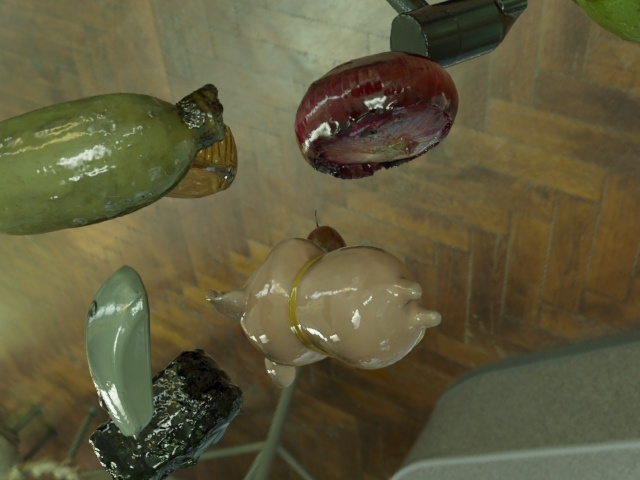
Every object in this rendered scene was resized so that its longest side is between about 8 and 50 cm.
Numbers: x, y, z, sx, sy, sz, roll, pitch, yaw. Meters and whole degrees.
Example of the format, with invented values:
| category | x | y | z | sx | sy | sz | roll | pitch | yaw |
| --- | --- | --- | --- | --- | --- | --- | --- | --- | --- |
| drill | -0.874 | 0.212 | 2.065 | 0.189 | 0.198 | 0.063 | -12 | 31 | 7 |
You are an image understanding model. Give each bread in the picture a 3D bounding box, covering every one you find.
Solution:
| category | x | y | z | sx | sy | sz | roll | pitch | yaw |
| --- | --- | --- | --- | --- | --- | --- | --- | --- | --- |
| bread | -0.224 | -0.139 | 1.338 | 0.199 | 0.104 | 0.199 | -1 | 168 | 0 |

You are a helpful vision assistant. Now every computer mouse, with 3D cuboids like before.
| category | x | y | z | sx | sy | sz | roll | pitch | yaw |
| --- | --- | --- | --- | --- | --- | --- | --- | --- | --- |
| computer mouse | -0.202 | 0.116 | 0.826 | 0.089 | 0.056 | 0.181 | 24 | 118 | 61 |

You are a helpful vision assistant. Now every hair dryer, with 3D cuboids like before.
| category | x | y | z | sx | sy | sz | roll | pitch | yaw |
| --- | --- | --- | --- | --- | --- | --- | --- | --- | --- |
| hair dryer | 0.202 | -0.444 | 1.529 | 0.302 | 0.244 | 0.116 | 54 | 152 | 26 |

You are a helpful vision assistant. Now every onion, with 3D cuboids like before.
| category | x | y | z | sx | sy | sz | roll | pitch | yaw |
| --- | --- | --- | --- | --- | --- | --- | --- | --- | --- |
| onion | 0.077 | -0.186 | 1.220 | 0.248 | 0.248 | 0.161 | -33 | 82 | 54 |

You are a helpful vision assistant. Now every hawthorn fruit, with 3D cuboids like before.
| category | x | y | z | sx | sy | sz | roll | pitch | yaw |
| --- | --- | --- | --- | --- | --- | --- | --- | --- | --- |
| hawthorn fruit | 0.000 | 0.000 | 1.234 | 0.066 | 0.067 | 0.103 | 95 | 157 | -49 |

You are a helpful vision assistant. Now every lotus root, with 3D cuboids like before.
| category | x | y | z | sx | sy | sz | roll | pitch | yaw |
| --- | --- | --- | --- | --- | --- | --- | --- | --- | --- |
| lotus root | -0.145 | -0.049 | 0.525 | 0.183 | 0.090 | 0.077 | -15 | 99 | 3 |

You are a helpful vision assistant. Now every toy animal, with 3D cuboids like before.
| category | x | y | z | sx | sy | sz | roll | pitch | yaw |
| --- | --- | --- | --- | --- | --- | --- | --- | --- | --- |
| toy animal | 0.018 | 0.074 | 0.918 | 0.248 | 0.149 | 0.165 | -12 | 115 | 38 |

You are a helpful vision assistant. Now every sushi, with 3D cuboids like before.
| category | x | y | z | sx | sy | sz | roll | pitch | yaw |
| --- | --- | --- | --- | --- | --- | --- | --- | --- | --- |
| sushi | -0.221 | 0.268 | 1.224 | 0.127 | 0.225 | 0.124 | 49 | 176 | 19 |

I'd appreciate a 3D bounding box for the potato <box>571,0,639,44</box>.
| category | x | y | z | sx | sy | sz | roll | pitch | yaw |
| --- | --- | --- | --- | --- | --- | --- | --- | --- | --- |
| potato | 0.237 | -0.265 | 0.506 | 0.216 | 0.304 | 0.216 | 26 | 165 | 8 |
